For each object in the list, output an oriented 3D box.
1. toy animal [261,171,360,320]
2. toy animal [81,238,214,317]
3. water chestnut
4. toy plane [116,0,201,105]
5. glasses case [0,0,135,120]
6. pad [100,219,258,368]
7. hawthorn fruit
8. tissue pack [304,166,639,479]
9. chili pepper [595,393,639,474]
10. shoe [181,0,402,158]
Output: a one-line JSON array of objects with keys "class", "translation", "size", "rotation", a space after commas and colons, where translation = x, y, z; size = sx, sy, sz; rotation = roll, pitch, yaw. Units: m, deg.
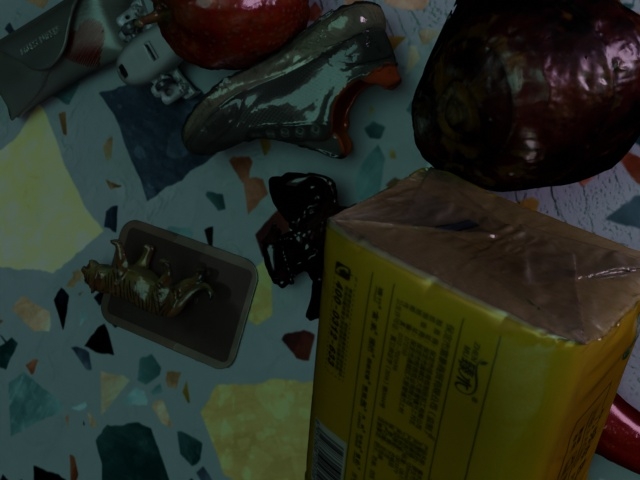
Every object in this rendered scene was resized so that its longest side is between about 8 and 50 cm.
[{"class": "toy animal", "translation": [0.008, -0.003, 1.086], "size": [0.180, 0.116, 0.218], "rotation": [-17, 73, -7]}, {"class": "toy animal", "translation": [-0.268, 0.062, 1.212], "size": [0.241, 0.057, 0.099], "rotation": [20, 102, 22]}, {"class": "water chestnut", "translation": [0.243, -0.175, 0.887], "size": [0.244, 0.289, 0.289], "rotation": [26, 99, -7]}, {"class": "toy plane", "translation": [-0.242, -0.296, 1.207], "size": [0.174, 0.080, 0.173], "rotation": [4, 105, 15]}, {"class": "glasses case", "translation": [-0.436, -0.312, 1.290], "size": [0.308, 0.083, 0.128], "rotation": [-22, 78, 21]}, {"class": "pad", "translation": [-0.225, 0.081, 1.219], "size": [0.266, 0.002, 0.176], "rotation": [18, 95, 24]}, {"class": "hawthorn fruit", "translation": [-0.140, -0.332, 1.071], "size": [0.205, 0.253, 0.205], "rotation": [41, 140, 48]}, {"class": "tissue pack", "translation": [0.151, 0.153, 0.844], "size": [0.293, 0.228, 0.381], "rotation": [27, 129, 32]}, {"class": "chili pepper", "translation": [0.329, 0.167, 0.936], "size": [0.137, 0.092, 0.368], "rotation": [-38, 80, 2]}, {"class": "shoe", "translation": [-0.027, -0.175, 1.091], "size": [0.337, 0.132, 0.170], "rotation": [-30, 85, 16]}]
